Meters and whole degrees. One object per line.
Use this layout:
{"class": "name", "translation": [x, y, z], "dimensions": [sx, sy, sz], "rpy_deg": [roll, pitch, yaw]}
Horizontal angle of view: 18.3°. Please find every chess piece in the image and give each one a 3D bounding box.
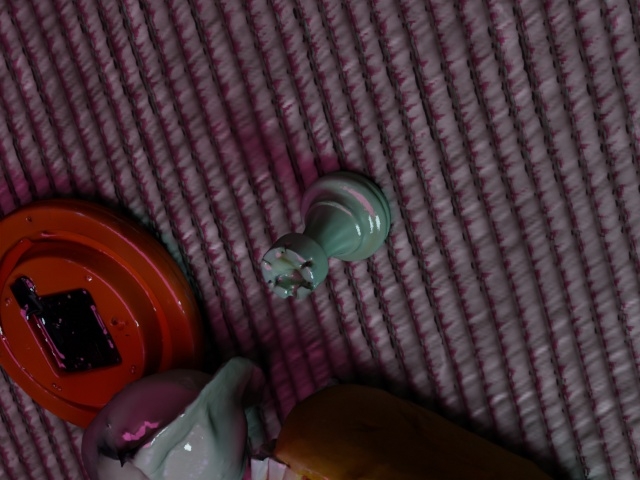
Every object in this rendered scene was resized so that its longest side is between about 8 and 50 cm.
{"class": "chess piece", "translation": [0.000, 0.000, 1.373], "dimensions": [0.067, 0.103, 0.067], "rpy_deg": [13, 122, 23]}

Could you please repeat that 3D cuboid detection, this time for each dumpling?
{"class": "dumpling", "translation": [-0.103, 0.152, 1.499], "dimensions": [0.092, 0.150, 0.176], "rpy_deg": [55, 163, 37]}

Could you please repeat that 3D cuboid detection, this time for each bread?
{"class": "bread", "translation": [0.076, 0.196, 1.422], "dimensions": [0.241, 0.136, 0.107], "rpy_deg": [27, 127, 16]}

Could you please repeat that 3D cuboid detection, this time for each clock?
{"class": "clock", "translation": [-0.183, 0.062, 1.547], "dimensions": [0.205, 0.051, 0.205], "rpy_deg": [14, 123, 22]}
